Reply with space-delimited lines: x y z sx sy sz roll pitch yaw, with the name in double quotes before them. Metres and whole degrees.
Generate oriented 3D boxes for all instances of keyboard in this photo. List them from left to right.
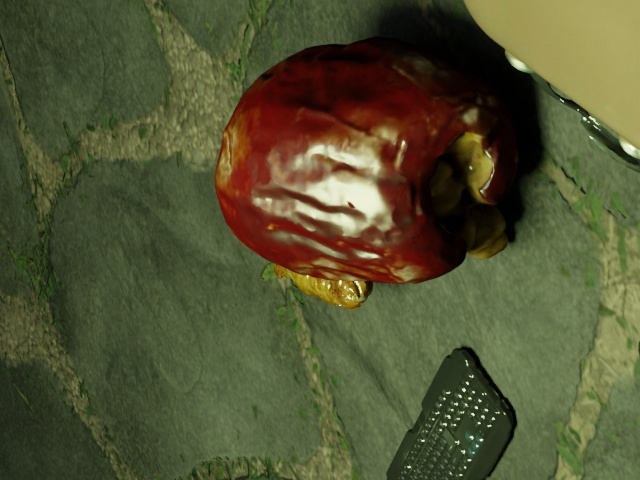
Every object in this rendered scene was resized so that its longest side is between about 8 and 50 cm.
"keyboard" 0.122 0.211 1.916 0.106 0.016 0.262 56 147 27

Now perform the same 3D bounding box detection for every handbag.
"handbag" 0.223 -0.177 1.395 0.302 0.149 0.283 41 146 40

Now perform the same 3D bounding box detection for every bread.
"bread" 0.000 0.000 1.950 0.233 0.076 0.105 49 132 46

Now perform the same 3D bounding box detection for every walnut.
"walnut" 0.052 -0.053 1.723 0.269 0.222 0.244 21 155 45

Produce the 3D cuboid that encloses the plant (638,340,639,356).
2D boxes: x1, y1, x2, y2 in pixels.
"plant" 0.324 0.152 1.404 0.142 0.164 0.256 111 144 -48
